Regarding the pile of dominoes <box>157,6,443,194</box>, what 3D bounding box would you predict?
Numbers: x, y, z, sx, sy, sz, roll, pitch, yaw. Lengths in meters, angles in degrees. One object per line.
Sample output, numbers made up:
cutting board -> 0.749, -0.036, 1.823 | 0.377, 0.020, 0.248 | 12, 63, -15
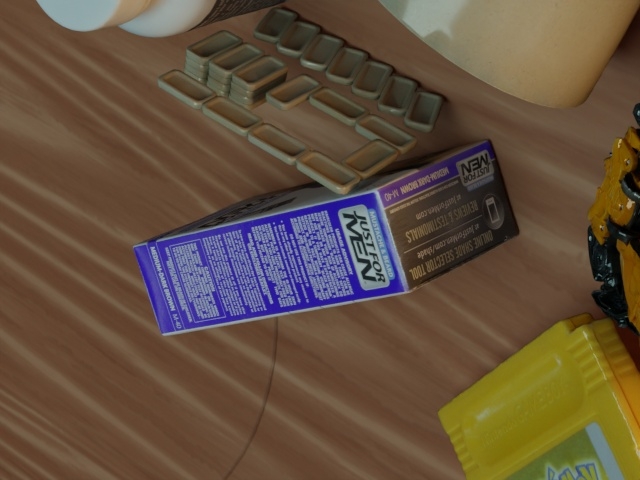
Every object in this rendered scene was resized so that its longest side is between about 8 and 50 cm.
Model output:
pile of dominoes -> -0.015, -0.129, 1.744 | 0.251, 0.196, 0.040 | 32, 134, 27

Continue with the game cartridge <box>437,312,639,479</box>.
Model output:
game cartridge -> 0.246, 0.254, 1.689 | 0.324, 0.052, 0.285 | 64, 148, 14

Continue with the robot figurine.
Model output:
robot figurine -> 0.308, 0.017, 1.521 | 0.291, 0.085, 0.211 | -109, 29, -49

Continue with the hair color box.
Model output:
hair color box -> 0.000, 0.000, 1.785 | 0.338, 0.185, 0.110 | -10, 100, 42

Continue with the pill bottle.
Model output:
pill bottle -> -0.118, -0.286, 1.681 | 0.176, 0.318, 0.176 | 16, 116, 35

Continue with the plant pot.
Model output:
plant pot -> 0.194, -0.295, 1.483 | 0.256, 0.256, 0.274 | 45, 118, 18
